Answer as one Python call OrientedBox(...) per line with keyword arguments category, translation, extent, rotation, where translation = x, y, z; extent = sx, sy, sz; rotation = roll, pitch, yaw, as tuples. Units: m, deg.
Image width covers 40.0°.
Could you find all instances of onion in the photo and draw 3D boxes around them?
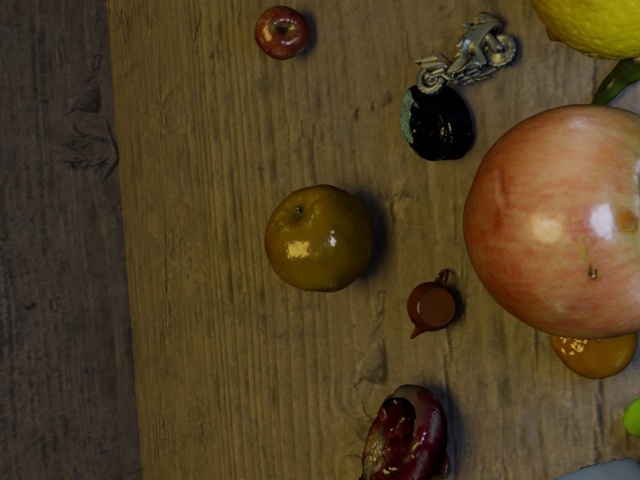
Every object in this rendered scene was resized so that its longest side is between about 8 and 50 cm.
OrientedBox(category="onion", translation=(0.209, 0.468, 1.984), extent=(0.272, 0.195, 0.272), rotation=(-56, 14, 22))

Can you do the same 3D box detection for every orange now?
OrientedBox(category="orange", translation=(0.000, 0.000, 2.155), extent=(0.279, 0.235, 0.279), rotation=(-21, 42, 21))
OrientedBox(category="orange", translation=(0.485, 0.172, 1.577), extent=(0.159, 0.136, 0.159), rotation=(6, 98, 51))

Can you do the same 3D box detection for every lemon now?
OrientedBox(category="lemon", translation=(0.484, -0.451, 1.381), extent=(0.336, 0.336, 0.336), rotation=(7, 98, 55))

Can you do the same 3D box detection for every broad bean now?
OrientedBox(category="broad bean", translation=(0.557, -0.310, 1.515), extent=(0.297, 0.043, 0.060), rotation=(-39, 72, 50))

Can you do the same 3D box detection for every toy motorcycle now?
OrientedBox(category="toy motorcycle", translation=(0.297, -0.390, 1.823), extent=(0.229, 0.094, 0.130), rotation=(-17, 78, 31))

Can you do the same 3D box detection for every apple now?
OrientedBox(category="apple", translation=(0.421, -0.035, 1.443), extent=(0.346, 0.391, 0.392), rotation=(-3, 90, 51))
OrientedBox(category="apple", translation=(-0.105, -0.556, 2.353), extent=(0.131, 0.146, 0.146), rotation=(-178, 85, -78))

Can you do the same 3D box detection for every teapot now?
OrientedBox(category="teapot", translation=(0.244, 0.142, 1.956), extent=(0.116, 0.116, 0.173), rotation=(14, 78, 54))

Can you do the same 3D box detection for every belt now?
OrientedBox(category="belt", translation=(0.250, -0.259, 1.926), extent=(0.198, 0.078, 0.151), rotation=(58, 140, 32))

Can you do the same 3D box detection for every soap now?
OrientedBox(category="soap", translation=(0.460, 0.537, 1.536), extent=(0.159, 0.257, 0.302), rotation=(50, 131, 39))

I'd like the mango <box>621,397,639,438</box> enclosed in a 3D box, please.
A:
OrientedBox(category="mango", translation=(0.605, 0.314, 1.440), extent=(0.233, 0.111, 0.125), rotation=(-6, 82, 53))
